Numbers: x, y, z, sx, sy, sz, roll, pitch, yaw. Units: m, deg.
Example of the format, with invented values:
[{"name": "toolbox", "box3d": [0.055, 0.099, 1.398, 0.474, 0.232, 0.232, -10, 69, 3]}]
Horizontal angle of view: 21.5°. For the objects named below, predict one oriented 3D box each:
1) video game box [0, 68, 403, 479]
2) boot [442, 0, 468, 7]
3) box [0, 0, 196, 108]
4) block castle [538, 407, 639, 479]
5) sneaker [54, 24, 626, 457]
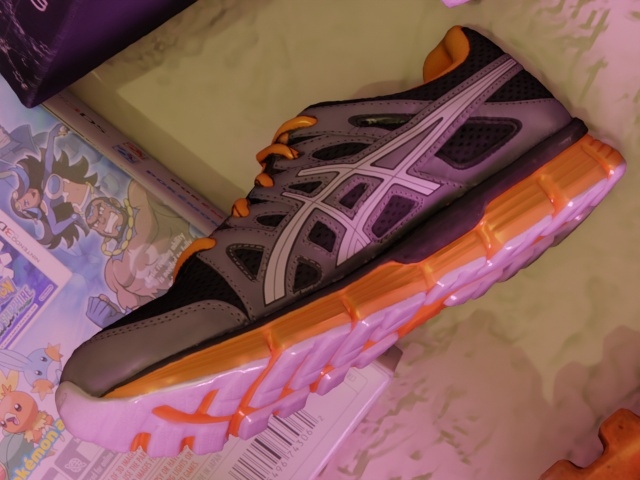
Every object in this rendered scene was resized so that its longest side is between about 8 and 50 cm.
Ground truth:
[{"name": "video game box", "box3d": [-0.103, 0.066, 0.636, 0.187, 0.048, 0.205, 38, 102, 0]}, {"name": "boot", "box3d": [0.094, -0.115, 0.561, 0.123, 0.095, 0.258, -43, 81, 19]}, {"name": "box", "box3d": [-0.093, -0.146, 0.536, 0.093, 0.156, 0.158, -37, 91, -20]}, {"name": "block castle", "box3d": [0.150, 0.102, 0.429, 0.453, 0.303, 0.213, -41, 72, 0]}, {"name": "sneaker", "box3d": [0.000, 0.000, 0.562, 0.215, 0.084, 0.083, -29, 78, -28]}]
